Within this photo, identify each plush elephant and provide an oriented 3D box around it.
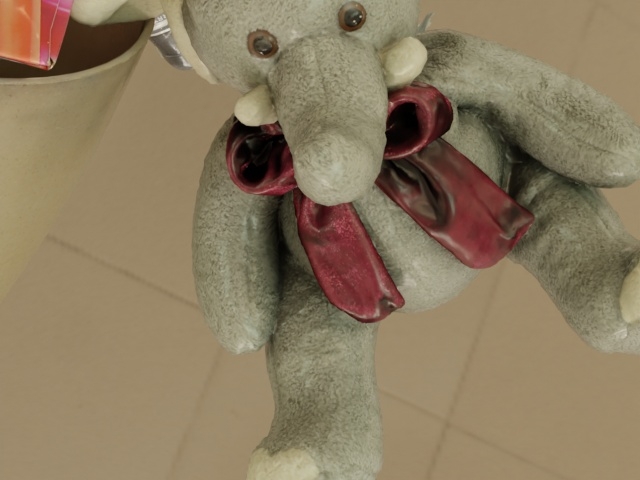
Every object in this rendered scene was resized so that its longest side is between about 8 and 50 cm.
[{"bbox_3d":[0.020,-0.066,0.730,0.272,0.255,0.330,-22,58,14],"label":"plush elephant"}]

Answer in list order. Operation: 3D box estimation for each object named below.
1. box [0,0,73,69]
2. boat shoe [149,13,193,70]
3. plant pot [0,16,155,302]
[{"bbox_3d":[-0.198,-0.181,0.706,0.128,0.257,0.123,14,102,-23],"label":"box"},{"bbox_3d":[-0.155,-0.285,1.483,0.108,0.301,0.102,-25,127,9],"label":"boat shoe"},{"bbox_3d":[-0.256,-0.045,0.813,0.256,0.256,0.274,9,123,-21],"label":"plant pot"}]
